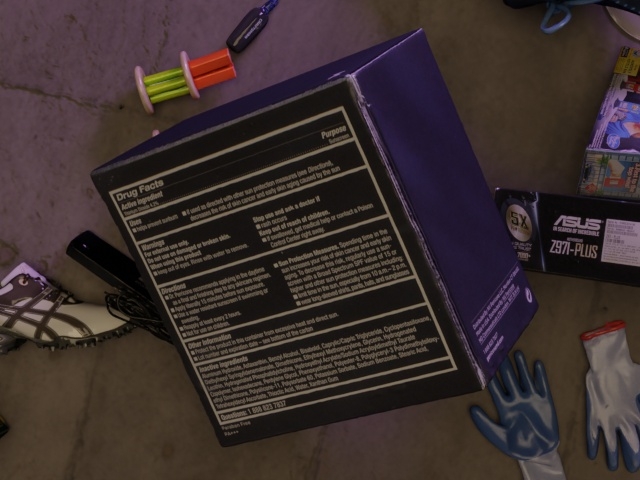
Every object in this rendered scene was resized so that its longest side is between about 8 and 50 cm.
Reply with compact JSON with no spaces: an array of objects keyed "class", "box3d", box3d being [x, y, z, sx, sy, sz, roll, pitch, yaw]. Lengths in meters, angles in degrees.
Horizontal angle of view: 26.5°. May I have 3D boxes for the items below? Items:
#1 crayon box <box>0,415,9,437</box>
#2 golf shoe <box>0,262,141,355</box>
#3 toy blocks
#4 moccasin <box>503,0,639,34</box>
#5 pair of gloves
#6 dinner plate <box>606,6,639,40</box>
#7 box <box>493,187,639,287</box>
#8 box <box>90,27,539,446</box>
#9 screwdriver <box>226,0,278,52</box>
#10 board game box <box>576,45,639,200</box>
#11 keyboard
[{"class":"crayon box","box3d":[-0.560,0.161,1.388,0.313,0.106,0.363,-41,89,1]},{"class":"golf shoe","box3d":[-0.282,0.068,1.396,0.198,0.077,0.094,-4,90,0]},{"class":"toy blocks","box3d":[-0.105,-0.141,1.402,0.148,0.054,0.123,-15,90,2]},{"class":"moccasin","box3d":[0.218,-0.285,1.368,0.342,0.138,0.117,32,109,18]},{"class":"pair of gloves","box3d":[0.258,0.177,1.409,0.198,0.023,0.159,-16,88,1]},{"class":"dinner plate","box3d":[0.361,-0.273,1.408,0.141,0.017,0.141,0,92,2]},{"class":"box","box3d":[0.272,0.001,1.312,0.180,0.147,0.077,8,90,31]},{"class":"box","box3d":[0.000,0.000,1.256,0.296,0.183,0.294,-17,105,31]},{"class":"screwdriver","box3d":[-0.036,-0.260,1.418,0.025,0.024,0.170,45,87,2]},{"class":"board game box","box3d":[0.368,-0.099,1.328,0.194,0.194,0.060,15,133,14]},{"class":"keyboard","box3d":[-0.184,0.064,1.385,0.192,0.100,0.038,34,105,2]}]
